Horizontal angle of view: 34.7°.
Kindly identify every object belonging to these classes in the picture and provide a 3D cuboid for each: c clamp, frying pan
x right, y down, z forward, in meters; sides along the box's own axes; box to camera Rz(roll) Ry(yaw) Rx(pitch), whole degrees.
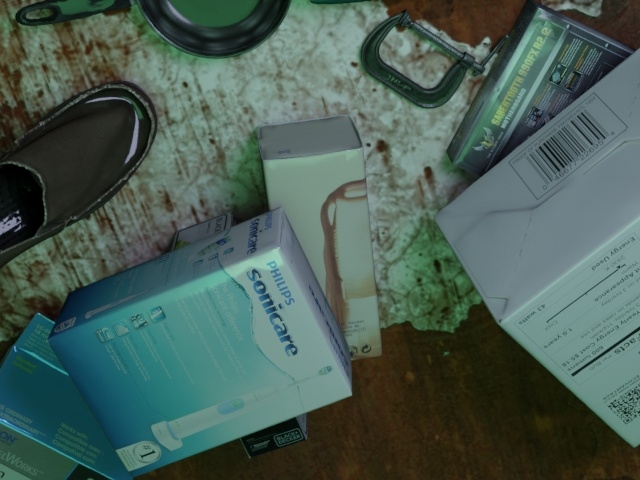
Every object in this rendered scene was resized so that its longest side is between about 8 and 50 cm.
[{"bbox_3d":[0.139,-0.243,1.321,0.161,0.022,0.137,24,116,-15],"label":"c clamp"},{"bbox_3d":[-0.185,-0.289,1.262,0.326,0.053,0.197,-30,112,12],"label":"frying pan"}]

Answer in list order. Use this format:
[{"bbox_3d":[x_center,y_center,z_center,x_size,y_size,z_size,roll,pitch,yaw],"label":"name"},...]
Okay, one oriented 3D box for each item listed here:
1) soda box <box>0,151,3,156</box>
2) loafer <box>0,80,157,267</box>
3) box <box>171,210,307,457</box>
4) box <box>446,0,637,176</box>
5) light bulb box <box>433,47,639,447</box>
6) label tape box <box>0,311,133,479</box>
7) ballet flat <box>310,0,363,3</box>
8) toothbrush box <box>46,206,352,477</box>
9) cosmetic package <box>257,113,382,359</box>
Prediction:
[{"bbox_3d":[-0.488,0.015,1.357,0.098,0.091,0.286,37,107,-20],"label":"soda box"},{"bbox_3d":[-0.330,-0.063,1.237,0.366,0.130,0.134,-46,106,-21],"label":"loafer"},{"bbox_3d":[-0.109,0.126,1.391,0.087,0.169,0.290,-19,115,8],"label":"box"},{"bbox_3d":[0.299,-0.171,1.341,0.183,0.056,0.231,22,111,-12],"label":"box"},{"bbox_3d":[0.407,0.017,1.292,0.358,0.225,0.361,-39,128,13],"label":"light bulb box"},{"bbox_3d":[-0.393,0.295,1.455,0.240,0.106,0.333,32,117,-17],"label":"label tape box"},{"bbox_3d":[0.131,-0.349,1.240,0.316,0.107,0.106,-6,94,-7],"label":"ballet flat"},{"bbox_3d":[-0.136,0.122,1.225,0.295,0.126,0.216,-22,113,10],"label":"toothbrush box"},{"bbox_3d":[0.000,0.000,1.349,0.129,0.153,0.296,-8,116,-2],"label":"cosmetic package"}]
